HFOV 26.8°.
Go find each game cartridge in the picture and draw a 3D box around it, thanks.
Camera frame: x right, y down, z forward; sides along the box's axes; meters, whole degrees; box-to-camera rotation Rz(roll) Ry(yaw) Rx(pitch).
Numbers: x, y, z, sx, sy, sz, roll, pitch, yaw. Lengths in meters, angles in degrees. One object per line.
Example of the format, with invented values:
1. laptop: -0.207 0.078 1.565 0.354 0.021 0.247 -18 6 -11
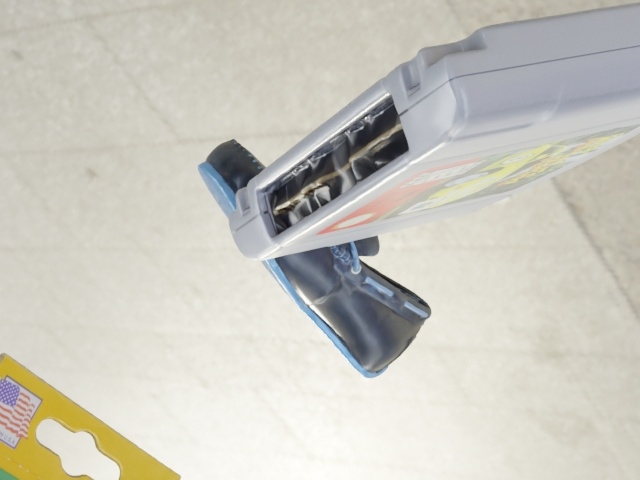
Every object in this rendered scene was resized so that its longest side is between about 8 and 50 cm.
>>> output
1. game cartridge: 0.085 -0.058 0.782 0.294 0.196 0.060 -31 78 62

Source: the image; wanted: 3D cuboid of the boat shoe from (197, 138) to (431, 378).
1. boat shoe: 0.000 0.000 1.008 0.109 0.089 0.258 51 180 42

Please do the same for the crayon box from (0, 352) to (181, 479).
1. crayon box: -0.248 0.251 0.885 0.083 0.323 0.203 11 155 41
